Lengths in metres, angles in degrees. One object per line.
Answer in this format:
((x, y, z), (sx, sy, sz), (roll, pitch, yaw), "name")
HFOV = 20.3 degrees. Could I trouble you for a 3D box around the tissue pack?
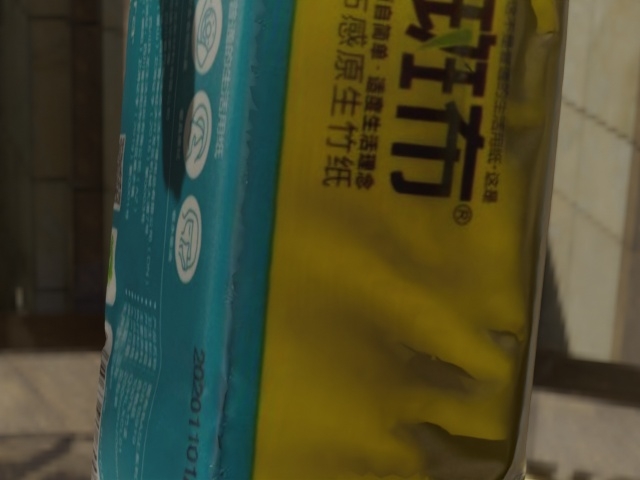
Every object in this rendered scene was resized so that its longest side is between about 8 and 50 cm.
((0.000, 0.000, 0.660), (0.134, 0.271, 0.192), (4, -176, -19), "tissue pack")
